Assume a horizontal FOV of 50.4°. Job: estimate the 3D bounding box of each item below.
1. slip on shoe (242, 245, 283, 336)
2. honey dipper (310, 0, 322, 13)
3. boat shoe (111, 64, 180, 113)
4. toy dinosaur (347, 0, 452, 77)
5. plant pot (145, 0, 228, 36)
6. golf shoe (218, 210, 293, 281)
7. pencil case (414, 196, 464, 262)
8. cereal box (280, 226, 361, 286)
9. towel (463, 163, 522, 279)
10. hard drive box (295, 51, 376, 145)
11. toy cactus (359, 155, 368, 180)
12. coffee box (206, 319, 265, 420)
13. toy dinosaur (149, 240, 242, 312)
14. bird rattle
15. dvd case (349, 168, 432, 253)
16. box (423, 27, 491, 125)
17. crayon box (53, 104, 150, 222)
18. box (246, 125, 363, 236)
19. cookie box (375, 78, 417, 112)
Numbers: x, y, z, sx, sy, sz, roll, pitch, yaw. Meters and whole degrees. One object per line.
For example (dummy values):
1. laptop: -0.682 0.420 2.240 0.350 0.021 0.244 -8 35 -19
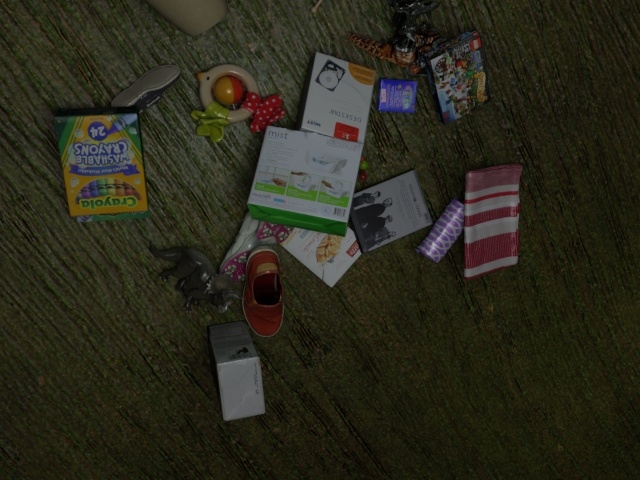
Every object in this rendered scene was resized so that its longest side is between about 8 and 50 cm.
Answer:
1. slip on shoe: -0.159 0.167 1.944 0.123 0.101 0.331 -7 132 -13
2. honey dipper: 0.026 -0.687 1.852 0.030 0.030 0.160 33 98 -17
3. boat shoe: -0.460 -0.396 1.821 0.206 0.075 0.065 -36 151 -6
4. toy dinosaur: 0.247 -0.555 1.873 0.322 0.164 0.218 -14 124 -30
5. plant pot: -0.354 -0.661 1.689 0.256 0.256 0.274 -36 124 -1
6. golf shoe: -0.191 -0.007 1.943 0.115 0.140 0.306 23 121 -41
7. pencil case: 0.374 -0.029 2.052 0.086 0.088 0.206 36 95 -26
8. cereal box: 0.000 0.000 2.004 0.240 0.047 0.173 40 92 -17
9. towel: 0.519 -0.059 2.050 0.237 0.037 0.329 -12 108 -35
10. hard drive box: 0.041 -0.369 1.852 0.181 0.089 0.232 13 73 -14
11. toy cactus: 0.050 -0.274 1.935 0.219 0.112 0.180 19 81 -13
12. coffee box: -0.243 0.356 1.914 0.119 0.297 0.168 -8 104 -13
13. toy dinosaur: -0.352 0.097 1.924 0.160 0.121 0.313 -45 74 13
14. bird rattle: -0.230 -0.378 1.831 0.254 0.143 0.207 -17 90 -10
15. dvd case: 0.200 -0.087 2.010 0.239 0.029 0.179 -23 102 -15
16. box: 0.389 -0.457 1.918 0.159 0.044 0.233 -28 136 -3
17. crayon box: -0.567 -0.184 1.794 0.203 0.083 0.323 -5 118 -10
18. box: -0.037 -0.157 1.786 0.262 0.127 0.231 10 71 3
19. cookie box: 0.217 -0.415 1.949 0.107 0.040 0.091 1 104 -12
